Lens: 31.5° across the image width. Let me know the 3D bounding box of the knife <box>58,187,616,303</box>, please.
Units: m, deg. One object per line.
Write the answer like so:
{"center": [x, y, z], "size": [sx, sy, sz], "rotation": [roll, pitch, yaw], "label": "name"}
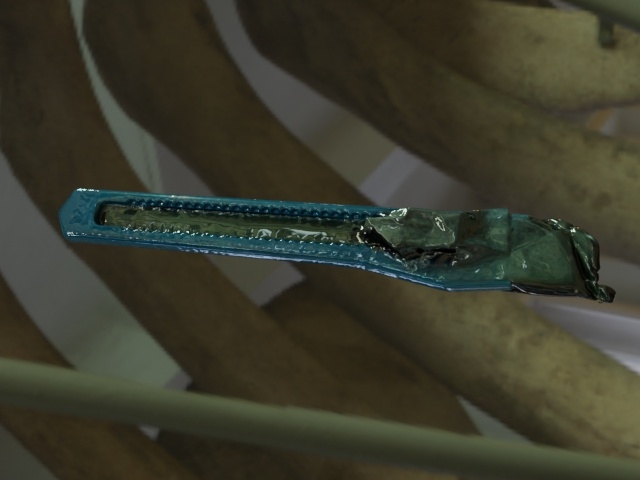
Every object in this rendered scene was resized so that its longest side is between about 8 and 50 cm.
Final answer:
{"center": [-0.001, -0.001, 0.581], "size": [0.026, 0.296, 0.044], "rotation": [56, -139, -68], "label": "knife"}
